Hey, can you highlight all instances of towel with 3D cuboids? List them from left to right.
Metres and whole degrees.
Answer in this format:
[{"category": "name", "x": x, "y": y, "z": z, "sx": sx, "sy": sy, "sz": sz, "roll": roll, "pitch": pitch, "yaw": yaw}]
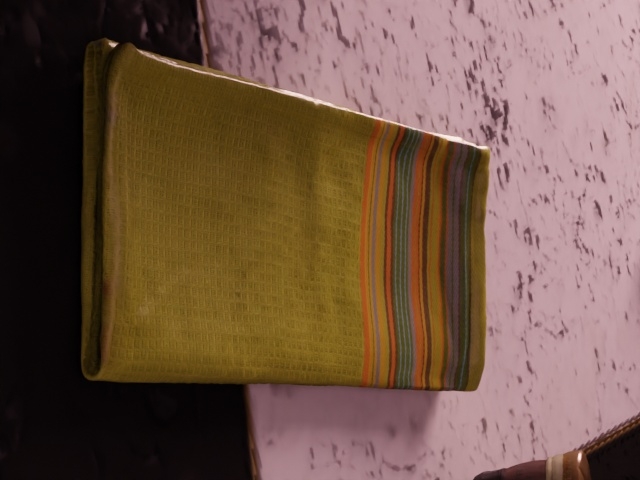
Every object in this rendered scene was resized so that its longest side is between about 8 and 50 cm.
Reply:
[{"category": "towel", "x": 0.000, "y": 0.000, "z": 0.578, "sx": 0.237, "sy": 0.021, "sz": 0.102, "roll": 9, "pitch": 78, "yaw": -58}]

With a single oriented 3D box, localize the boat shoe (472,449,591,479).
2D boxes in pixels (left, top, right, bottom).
[{"category": "boat shoe", "x": 0.085, "y": 0.136, "z": 0.676, "sx": 0.056, "sy": 0.049, "sz": 0.152, "roll": -76, "pitch": 164, "yaw": -46}]
